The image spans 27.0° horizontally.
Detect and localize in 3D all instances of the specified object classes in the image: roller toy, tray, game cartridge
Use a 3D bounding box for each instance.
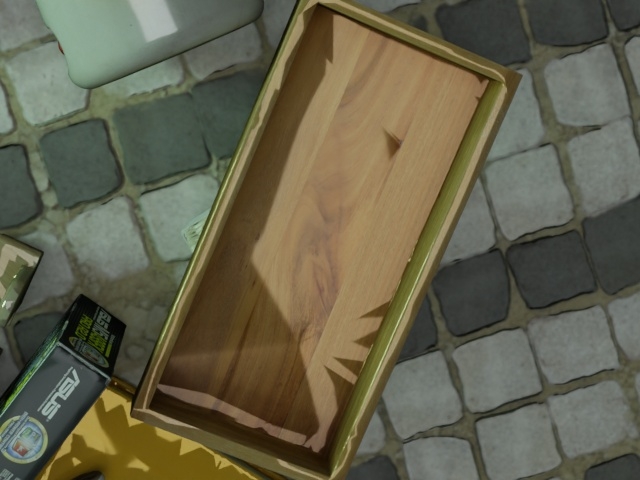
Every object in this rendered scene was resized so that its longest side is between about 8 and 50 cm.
[{"bbox_3d":[-0.161,-0.231,1.191,0.209,0.191,0.146,-32,103,-44],"label":"roller toy"},{"bbox_3d":[0.000,0.000,1.199,0.203,0.076,0.410,22,98,-9],"label":"tray"},{"bbox_3d":[-0.190,0.336,1.358,0.285,0.052,0.323,33,98,-9],"label":"game cartridge"}]

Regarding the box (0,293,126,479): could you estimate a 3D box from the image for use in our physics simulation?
[{"bbox_3d":[-0.289,0.189,1.238,0.060,0.216,0.270,37,94,-10],"label":"box"}]

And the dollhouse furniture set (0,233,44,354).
[{"bbox_3d":[-0.482,0.078,1.227,0.356,0.174,0.303,25,96,-8],"label":"dollhouse furniture set"}]

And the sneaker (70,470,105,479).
[{"bbox_3d":[-0.245,0.277,1.295,0.118,0.042,0.067,-33,97,10],"label":"sneaker"}]

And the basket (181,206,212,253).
[{"bbox_3d":[-0.037,-0.001,1.285,0.167,0.103,0.113,-32,101,0],"label":"basket"}]
